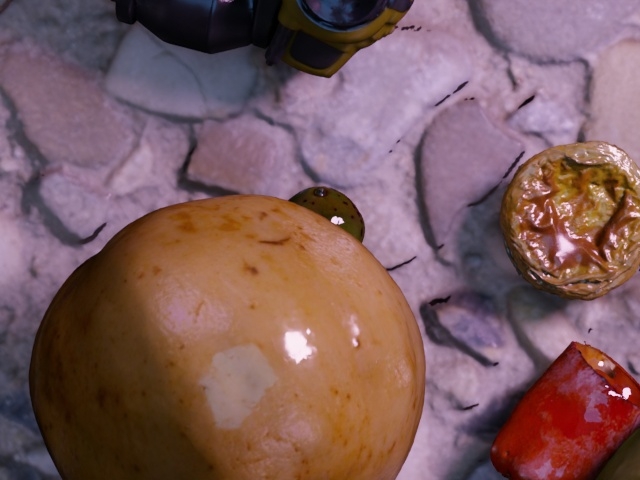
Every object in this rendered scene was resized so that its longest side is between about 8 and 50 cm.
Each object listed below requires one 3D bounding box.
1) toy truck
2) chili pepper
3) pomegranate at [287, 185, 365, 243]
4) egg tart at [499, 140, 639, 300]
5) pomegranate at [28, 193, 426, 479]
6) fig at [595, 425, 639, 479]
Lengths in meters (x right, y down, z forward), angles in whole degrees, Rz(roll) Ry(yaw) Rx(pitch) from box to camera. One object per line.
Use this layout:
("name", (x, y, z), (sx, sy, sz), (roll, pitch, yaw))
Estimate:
("toy truck", (-0.045, -0.203, 1.374), (0.224, 0.147, 0.165), (25, 116, -4))
("chili pepper", (0.181, 0.173, 1.413), (0.084, 0.086, 0.192), (39, 89, -27))
("pomegranate", (0.004, -0.002, 1.412), (0.073, 0.073, 0.084), (-35, 118, 1))
("egg tart", (0.206, -0.015, 1.419), (0.130, 0.052, 0.130), (0, 91, 0))
("pomegranate", (-0.073, 0.105, 1.316), (0.307, 0.307, 0.307), (0, 93, -1))
("fig", (0.323, 0.238, 1.331), (0.316, 0.316, 0.316), (0, 93, -1))
